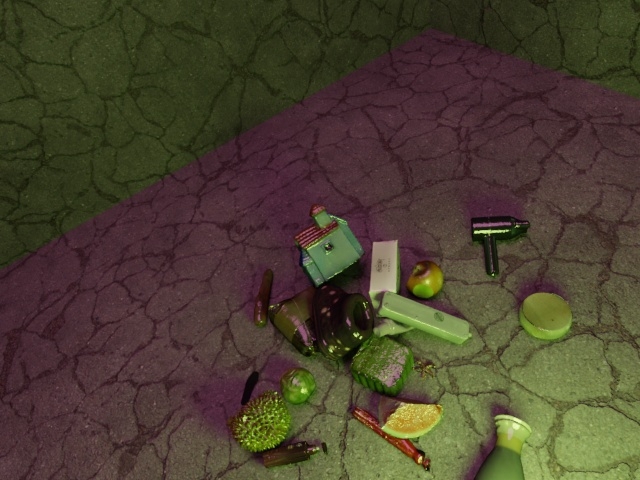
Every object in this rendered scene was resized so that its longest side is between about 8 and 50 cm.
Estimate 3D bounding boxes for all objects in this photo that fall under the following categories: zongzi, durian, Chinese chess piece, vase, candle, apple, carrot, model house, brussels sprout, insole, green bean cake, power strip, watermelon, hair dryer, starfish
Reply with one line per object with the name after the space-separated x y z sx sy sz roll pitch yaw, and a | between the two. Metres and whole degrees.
-0.034 0.336 1.978 0.318 0.154 0.289 -31 55 -30 | zongzi
-0.223 0.682 1.670 0.237 0.200 0.177 -24 8 -19 | durian
0.870 0.292 1.729 0.189 0.083 0.188 -8 47 8 | Chinese chess piece
0.570 0.720 1.393 0.174 0.173 0.321 10 50 27 | vase
0.249 0.698 1.598 0.329 0.048 0.051 25 70 35 | candle
0.451 0.163 1.943 0.163 0.147 0.146 -1 49 21 | apple
-0.277 0.263 2.168 0.070 0.070 0.342 -8 46 13 | carrot
0.000 0.000 2.071 0.295 0.329 0.252 -34 9 -9 | model house
-0.095 0.576 1.783 0.155 0.117 0.155 -6 57 9 | brussels sprout
-0.299 0.625 1.888 0.053 0.002 0.152 0 49 19 | insole
0.242 0.486 1.748 0.214 0.113 0.200 19 59 33 | green bean cake
0.421 0.313 1.778 0.386 0.062 0.091 21 48 0 | power strip
0.313 0.622 1.619 0.231 0.128 0.146 7 5 -12 | watermelon
0.808 0.025 1.989 0.245 0.116 0.302 -3 60 17 | hair dryer
0.409 0.503 1.734 0.078 0.028 0.091 -42 52 -12 | starfish

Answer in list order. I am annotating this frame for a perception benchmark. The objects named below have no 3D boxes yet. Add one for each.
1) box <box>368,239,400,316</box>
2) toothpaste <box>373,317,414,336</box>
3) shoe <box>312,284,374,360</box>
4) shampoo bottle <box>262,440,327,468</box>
0.290 0.168 1.957 0.116 0.203 0.274 -3 48 15 | box
0.325 0.328 1.824 0.283 0.069 0.099 -15 81 -38 | toothpaste
0.096 0.297 1.866 0.237 0.171 0.383 -38 28 23 | shoe
-0.092 0.780 1.632 0.237 0.067 0.068 -16 37 5 | shampoo bottle
